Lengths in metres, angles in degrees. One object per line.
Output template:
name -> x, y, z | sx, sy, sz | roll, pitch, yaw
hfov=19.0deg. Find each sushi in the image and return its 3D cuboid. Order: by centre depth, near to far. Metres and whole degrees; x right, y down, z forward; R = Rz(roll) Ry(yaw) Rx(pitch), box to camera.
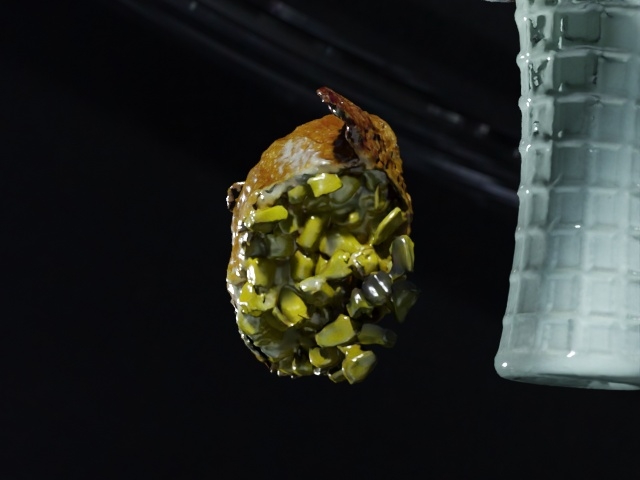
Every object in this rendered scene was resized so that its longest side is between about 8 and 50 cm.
sushi -> 0.000, 0.003, 1.710 | 0.167, 0.179, 0.296 | 25, -63, -14

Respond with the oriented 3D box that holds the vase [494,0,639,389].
vase -> 0.182, -0.051, 1.299 | 0.143, 0.299, 0.143 | 4, -8, 1
